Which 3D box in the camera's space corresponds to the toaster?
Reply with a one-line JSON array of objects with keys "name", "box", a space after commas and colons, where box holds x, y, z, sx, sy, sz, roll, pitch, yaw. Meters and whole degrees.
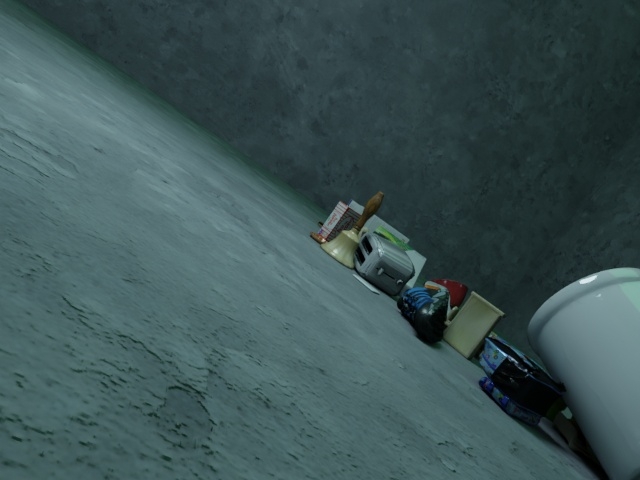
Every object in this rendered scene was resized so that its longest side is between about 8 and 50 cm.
[{"name": "toaster", "box": [0.192, 0.064, 1.582, 0.146, 0.129, 0.227, 31, 18, -19]}]

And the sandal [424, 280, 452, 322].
[{"name": "sandal", "box": [0.422, 0.243, 1.846, 0.101, 0.076, 0.265, 21, 28, -3]}]

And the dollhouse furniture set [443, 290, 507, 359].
[{"name": "dollhouse furniture set", "box": [0.479, 0.266, 1.493, 0.212, 0.161, 0.242, 39, 7, 34]}]

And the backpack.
[{"name": "backpack", "box": [0.424, 0.302, 1.118, 0.158, 0.117, 0.173, 31, 8, -34]}]

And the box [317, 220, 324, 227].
[{"name": "box", "box": [0.090, -0.009, 2.150, 0.164, 0.021, 0.201, 40, 7, 30]}]

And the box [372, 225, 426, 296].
[{"name": "box", "box": [0.259, 0.069, 1.844, 0.232, 0.059, 0.322, 36, 24, 7]}]

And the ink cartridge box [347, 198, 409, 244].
[{"name": "ink cartridge box", "box": [0.232, -0.032, 2.381, 0.370, 0.176, 0.069, 33, 6, -22]}]

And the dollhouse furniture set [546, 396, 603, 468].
[{"name": "dollhouse furniture set", "box": [0.699, 0.459, 1.255, 0.197, 0.151, 0.301, 36, 6, 7]}]

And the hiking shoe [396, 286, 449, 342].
[{"name": "hiking shoe", "box": [0.260, 0.190, 1.309, 0.131, 0.113, 0.304, 6, 4, 17]}]

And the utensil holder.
[{"name": "utensil holder", "box": [0.694, 0.309, 1.091, 0.327, 0.327, 0.386, 31, 29, -33]}]

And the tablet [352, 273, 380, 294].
[{"name": "tablet", "box": [0.130, 0.124, 1.415, 0.083, 0.006, 0.054, 40, 7, 35]}]

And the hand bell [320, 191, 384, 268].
[{"name": "hand bell", "box": [0.117, -0.046, 1.534, 0.126, 0.242, 0.126, 34, 6, -4]}]

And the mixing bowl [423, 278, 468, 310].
[{"name": "mixing bowl", "box": [0.511, 0.236, 2.062, 0.181, 0.098, 0.181, 10, -22, 4]}]

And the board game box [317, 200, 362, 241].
[{"name": "board game box", "box": [0.083, -0.053, 1.864, 0.045, 0.147, 0.193, 38, 7, 28]}]

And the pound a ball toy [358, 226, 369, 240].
[{"name": "pound a ball toy", "box": [0.245, 0.041, 2.168, 0.208, 0.136, 0.319, 22, 6, 4]}]

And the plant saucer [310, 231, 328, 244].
[{"name": "plant saucer", "box": [0.000, 0.000, 1.623, 0.083, 0.013, 0.083, 35, 7, -5]}]

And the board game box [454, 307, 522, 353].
[{"name": "board game box", "box": [0.660, 0.393, 1.975, 0.316, 0.064, 0.242, 36, 6, 11]}]
